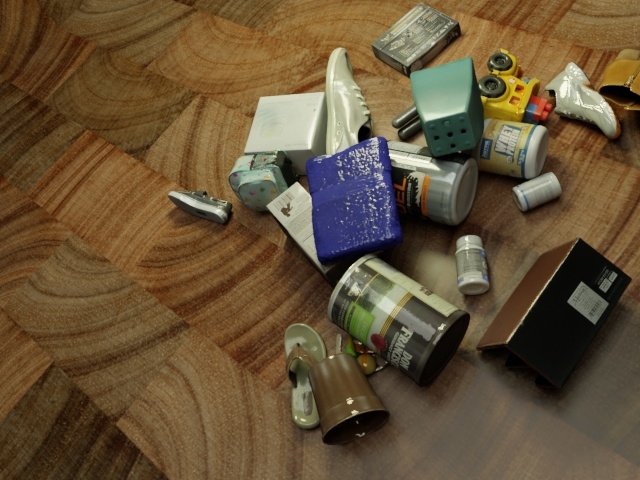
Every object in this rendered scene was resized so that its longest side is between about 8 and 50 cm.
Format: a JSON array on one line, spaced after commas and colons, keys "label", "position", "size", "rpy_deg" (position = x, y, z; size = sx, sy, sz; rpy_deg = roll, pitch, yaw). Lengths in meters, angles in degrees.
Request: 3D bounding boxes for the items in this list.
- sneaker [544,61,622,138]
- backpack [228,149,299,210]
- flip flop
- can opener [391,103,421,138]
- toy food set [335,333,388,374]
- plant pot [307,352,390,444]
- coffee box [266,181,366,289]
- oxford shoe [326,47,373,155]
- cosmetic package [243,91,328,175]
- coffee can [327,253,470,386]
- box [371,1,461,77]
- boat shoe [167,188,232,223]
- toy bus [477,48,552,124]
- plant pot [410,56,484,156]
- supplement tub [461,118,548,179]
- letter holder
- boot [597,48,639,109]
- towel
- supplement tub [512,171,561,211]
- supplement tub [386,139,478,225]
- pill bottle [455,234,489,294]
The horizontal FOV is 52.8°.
[{"label": "sneaker", "position": [0.712, -0.358, 1.758], "size": [0.121, 0.099, 0.262], "rpy_deg": [-38, 54, 23]}, {"label": "backpack", "position": [-0.179, -0.174, 1.930], "size": [0.189, 0.165, 0.144], "rpy_deg": [3, 52, 25]}, {"label": "flip flop", "position": [-0.043, 0.332, 1.623], "size": [0.112, 0.080, 0.276], "rpy_deg": [-12, 57, 14]}, {"label": "can opener", "position": [0.335, -0.415, 1.952], "size": [0.284, 0.076, 0.095], "rpy_deg": [-36, 22, -2]}, {"label": "toy food set", "position": [0.124, 0.273, 1.619], "size": [0.192, 0.038, 0.132], "rpy_deg": [-9, 57, 16]}, {"label": "plant pot", "position": [0.054, 0.365, 1.511], "size": [0.167, 0.167, 0.165], "rpy_deg": [-27, 55, 4]}, {"label": "coffee box", "position": [0.000, 0.000, 1.755], "size": [0.119, 0.168, 0.297], "rpy_deg": [-39, 55, -5]}, {"label": "oxford shoe", "position": [0.094, -0.391, 1.959], "size": [0.130, 0.169, 0.448], "rpy_deg": [-11, 64, 21]}, {"label": "cosmetic package", "position": [-0.091, -0.328, 2.008], "size": [0.224, 0.138, 0.224], "rpy_deg": [0, 62, 21]}, {"label": "coffee can", "position": [0.183, 0.185, 1.534], "size": [0.275, 0.201, 0.201], "rpy_deg": [33, 76, 27]}, {"label": "box", "position": [0.310, -0.655, 2.100], "size": [0.231, 0.056, 0.183], "rpy_deg": [-42, 54, -7]}, {"label": "boat shoe", "position": [-0.375, -0.124, 2.032], "size": [0.229, 0.080, 0.076], "rpy_deg": [18, 62, 28]}, {"label": "toy bus", "position": [0.548, -0.407, 1.816], "size": [0.212, 0.149, 0.220], "rpy_deg": [19, 66, 15]}, {"label": "plant pot", "position": [0.327, -0.325, 1.647], "size": [0.166, 0.165, 0.234], "rpy_deg": [-12, 37, 18]}, {"label": "supplement tub", "position": [0.493, -0.248, 1.728], "size": [0.200, 0.144, 0.144], "rpy_deg": [15, 67, 28]}, {"label": "letter holder", "position": [0.521, 0.171, 1.479], "size": [0.152, 0.214, 0.301], "rpy_deg": [39, 76, 2]}, {"label": "boot", "position": [0.886, -0.403, 1.664], "size": [0.295, 0.104, 0.211], "rpy_deg": [16, 52, 25]}, {"label": "towel", "position": [0.085, -0.098, 1.632], "size": [0.228, 0.076, 0.308], "rpy_deg": [-16, 61, 18]}, {"label": "supplement tub", "position": [0.561, -0.126, 1.674], "size": [0.107, 0.071, 0.071], "rpy_deg": [-23, 55, 7]}, {"label": "supplement tub", "position": [0.247, -0.163, 1.743], "size": [0.316, 0.193, 0.193], "rpy_deg": [15, 67, 29]}, {"label": "pill bottle", "position": [0.381, 0.061, 1.625], "size": [0.078, 0.078, 0.137], "rpy_deg": [-8, 58, 17]}]
